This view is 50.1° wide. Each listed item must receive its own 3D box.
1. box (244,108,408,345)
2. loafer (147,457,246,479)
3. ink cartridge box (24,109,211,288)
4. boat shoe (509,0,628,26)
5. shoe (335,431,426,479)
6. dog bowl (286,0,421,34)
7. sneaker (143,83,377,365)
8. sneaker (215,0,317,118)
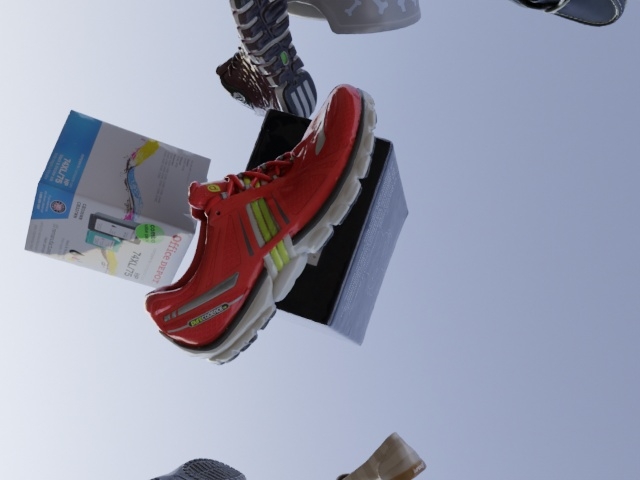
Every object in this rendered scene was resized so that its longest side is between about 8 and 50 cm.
[{"bbox_3d":[0.000,0.000,1.186,0.212,0.395,0.293,17,-99,14],"label":"box"},{"bbox_3d":[-0.238,0.462,1.226,0.102,0.268,0.092,19,-85,33],"label":"loafer"},{"bbox_3d":[-0.368,-0.068,1.266,0.198,0.270,0.197,125,-23,-44],"label":"ink cartridge box"},{"bbox_3d":[0.337,-0.398,1.051,0.114,0.302,0.091,125,-15,-57],"label":"boat shoe"},{"bbox_3d":[0.059,0.321,0.916,0.058,0.076,0.219,51,-48,13],"label":"shoe"},{"bbox_3d":[0.031,-0.506,1.368,0.349,0.348,0.102,39,-42,44],"label":"dog bowl"},{"bbox_3d":[-0.053,-0.027,0.588,0.279,0.118,0.107,-57,-166,-3],"label":"sneaker"},{"bbox_3d":[-0.123,-0.308,1.085,0.162,0.281,0.106,8,-140,39],"label":"sneaker"}]
